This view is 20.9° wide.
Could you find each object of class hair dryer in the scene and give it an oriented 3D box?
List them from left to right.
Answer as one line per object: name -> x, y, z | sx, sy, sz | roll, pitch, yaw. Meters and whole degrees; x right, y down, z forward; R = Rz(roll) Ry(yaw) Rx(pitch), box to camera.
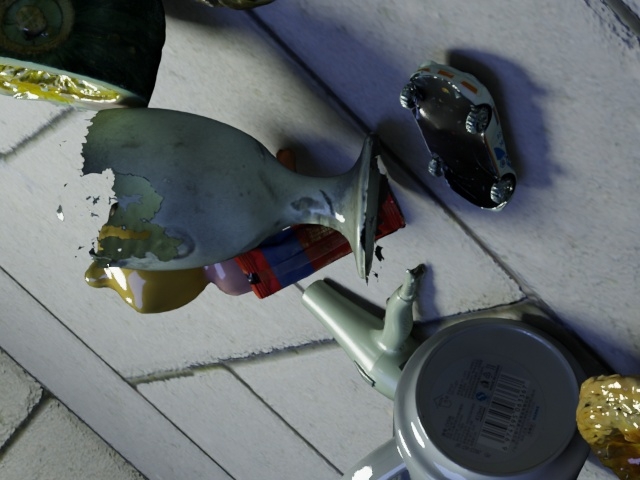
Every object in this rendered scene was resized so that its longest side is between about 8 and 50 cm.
hair dryer -> 0.060, 0.083, 2.275 | 0.229, 0.092, 0.267 | 29, 143, 36

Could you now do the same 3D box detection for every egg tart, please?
egg tart -> 0.440, 0.234, 1.856 | 0.352, 0.150, 0.352 | 36, 163, 13

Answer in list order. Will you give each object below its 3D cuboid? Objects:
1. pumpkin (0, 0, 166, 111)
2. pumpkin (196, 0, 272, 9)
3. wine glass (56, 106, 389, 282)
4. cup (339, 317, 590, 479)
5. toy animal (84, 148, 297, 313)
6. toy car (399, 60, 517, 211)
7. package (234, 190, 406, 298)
pumpkin -> -0.311, -0.266, 1.971 | 0.293, 0.197, 0.263 | 13, 172, 9
pumpkin -> -0.096, -0.308, 1.621 | 0.223, 0.157, 0.224 | 23, 159, 9
wine glass -> -0.103, -0.051, 1.940 | 0.357, 0.190, 0.190 | 3, 152, 3
cup -> 0.165, 0.265, 2.129 | 0.327, 0.323, 0.237 | 88, 163, -64
toy animal -> -0.151, 0.000, 2.112 | 0.195, 0.281, 0.169 | 86, 171, -61
toy car -> 0.147, -0.105, 1.770 | 0.095, 0.056, 0.205 | 23, 157, 33
package -> 0.000, 0.000, 2.049 | 0.083, 0.200, 0.022 | 63, -179, -40
